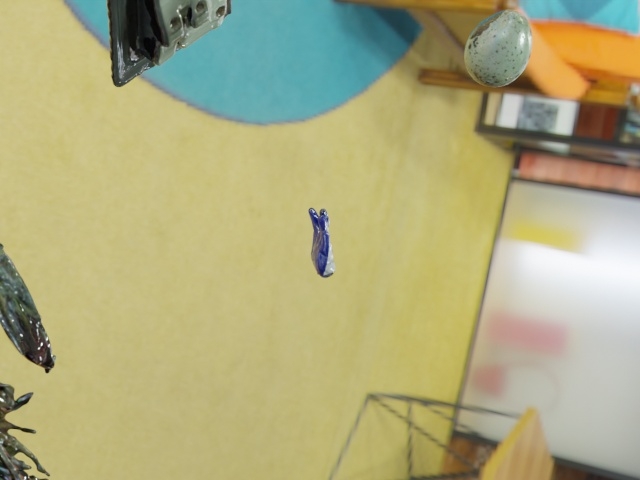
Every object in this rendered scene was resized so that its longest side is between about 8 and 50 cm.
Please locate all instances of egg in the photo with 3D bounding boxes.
[{"bbox_3d":[0.235,-0.253,1.547,0.085,0.085,0.110,-48,163,-45],"label":"egg"}]

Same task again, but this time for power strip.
[{"bbox_3d":[-0.202,-0.361,1.731,0.257,0.092,0.251,-40,150,-30],"label":"power strip"}]

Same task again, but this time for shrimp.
[{"bbox_3d":[-0.154,0.054,0.507,0.161,0.091,0.034,53,10,-5],"label":"shrimp"}]

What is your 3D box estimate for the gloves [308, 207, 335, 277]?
[{"bbox_3d":[0.000,0.000,1.447,0.064,0.026,0.086,-115,-162,-56],"label":"gloves"}]
